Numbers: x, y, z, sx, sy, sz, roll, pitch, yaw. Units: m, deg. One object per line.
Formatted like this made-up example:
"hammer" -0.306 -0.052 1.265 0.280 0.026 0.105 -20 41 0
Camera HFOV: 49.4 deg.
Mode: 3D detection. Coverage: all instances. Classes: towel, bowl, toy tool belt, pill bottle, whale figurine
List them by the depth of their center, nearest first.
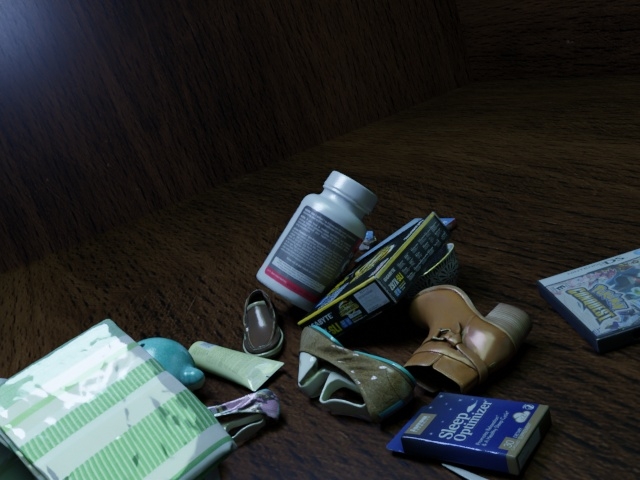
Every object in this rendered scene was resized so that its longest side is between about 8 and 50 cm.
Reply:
"towel" -0.312 0.269 1.012 0.325 0.038 0.248 33 48 28
"whale figurine" -0.349 0.296 1.428 0.216 0.141 0.272 -18 19 0
"bowl" 0.247 0.088 1.531 0.170 0.080 0.170 -37 4 3
"pill bottle" 0.000 0.000 1.667 0.318 0.176 0.176 -58 24 0
"toy tool belt" 0.134 -0.008 1.989 0.052 0.051 0.083 -7 21 29

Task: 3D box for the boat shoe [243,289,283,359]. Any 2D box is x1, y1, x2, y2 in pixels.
"boat shoe" -0.145 0.189 1.616 0.095 0.095 0.257 -19 19 -2

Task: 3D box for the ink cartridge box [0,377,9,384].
"ink cartridge box" -0.738 0.365 1.644 0.385 0.091 0.308 -31 18 -29

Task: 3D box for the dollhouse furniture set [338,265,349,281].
"dollhouse furniture set" 0.037 0.055 1.847 0.129 0.129 0.184 -10 -9 22

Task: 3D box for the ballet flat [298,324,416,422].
"ballet flat" 0.034 0.252 1.294 0.124 0.116 0.342 -46 32 -18

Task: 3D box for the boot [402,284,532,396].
"boot" 0.223 0.192 1.291 0.220 0.109 0.284 -35 32 -32

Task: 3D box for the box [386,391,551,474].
"box" 0.222 0.289 1.073 0.225 0.036 0.136 -4 19 39

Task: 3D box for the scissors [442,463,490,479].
"scissors" 0.265 0.346 0.906 0.297 0.021 0.109 -1 25 40

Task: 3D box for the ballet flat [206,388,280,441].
"ballet flat" -0.179 0.340 1.276 0.222 0.076 0.079 -18 38 0

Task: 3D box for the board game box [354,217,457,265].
"board game box" 0.234 0.008 1.890 0.145 0.027 0.281 1 26 47

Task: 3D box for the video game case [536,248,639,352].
"video game case" 0.574 0.100 1.300 0.248 0.035 0.275 -17 18 1

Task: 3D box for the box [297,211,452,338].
"box" 0.125 0.084 1.545 0.257 0.079 0.322 -38 2 41

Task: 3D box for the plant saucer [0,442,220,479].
"plant saucer" -0.340 0.389 0.975 0.401 0.100 0.400 3 41 -3

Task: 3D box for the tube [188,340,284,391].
"tube" -0.192 0.270 1.503 0.240 0.070 0.062 6 -14 42
